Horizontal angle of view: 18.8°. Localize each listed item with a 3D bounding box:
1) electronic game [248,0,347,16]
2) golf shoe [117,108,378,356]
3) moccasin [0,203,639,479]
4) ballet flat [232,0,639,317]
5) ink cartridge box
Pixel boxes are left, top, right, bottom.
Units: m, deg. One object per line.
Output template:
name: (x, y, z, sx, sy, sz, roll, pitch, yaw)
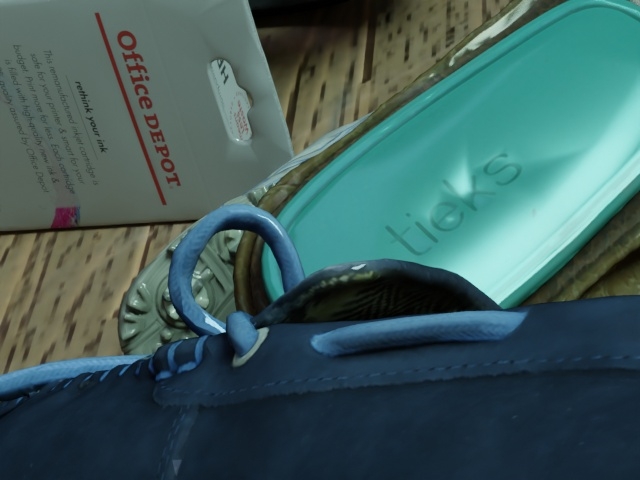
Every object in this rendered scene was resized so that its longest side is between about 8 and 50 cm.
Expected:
electronic game: (-0.056, -0.139, 0.786, 0.229, 0.048, 0.229, 1, -10, 0)
golf shoe: (0.000, 0.000, 0.665, 0.176, 0.069, 0.086, -29, 13, -24)
moccasin: (0.023, 0.066, 0.428, 0.342, 0.138, 0.117, 1, 55, 48)
ballet flat: (0.119, -0.047, 0.601, 0.342, 0.124, 0.116, -40, 71, -13)
ink cartridge box: (-0.092, -0.064, 0.750, 0.181, 0.104, 0.062, -3, 35, 21)
